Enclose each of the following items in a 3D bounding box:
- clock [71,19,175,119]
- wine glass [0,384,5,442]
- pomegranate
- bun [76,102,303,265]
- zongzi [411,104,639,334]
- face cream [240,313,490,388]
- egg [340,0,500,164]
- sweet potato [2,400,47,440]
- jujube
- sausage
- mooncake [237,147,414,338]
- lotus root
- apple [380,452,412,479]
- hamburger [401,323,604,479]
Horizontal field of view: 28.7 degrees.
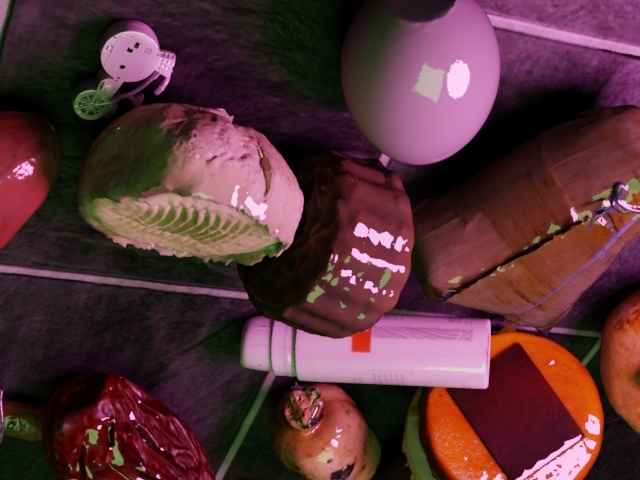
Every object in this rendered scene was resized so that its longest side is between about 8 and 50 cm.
[{"bbox_3d":[-0.220,-0.182,1.386,0.087,0.041,0.129,27,118,-31],"label":"clock"},{"bbox_3d":[-0.543,0.219,1.650,0.241,0.126,0.126,0,135,-17],"label":"wine glass"},{"bbox_3d":[0.517,0.174,1.821,0.248,0.248,0.248,-8,136,-8],"label":"pomegranate"},{"bbox_3d":[-0.143,-0.071,1.416,0.259,0.152,0.259,6,163,2],"label":"bun"},{"bbox_3d":[0.346,-0.007,1.631,0.356,0.174,0.393,-31,145,25],"label":"zongzi"},{"bbox_3d":[0.058,0.147,1.710,0.346,0.102,0.102,2,137,8],"label":"face cream"},{"bbox_3d":[0.110,-0.182,1.383,0.176,0.176,0.232,-12,146,-4],"label":"egg"},{"bbox_3d":[-0.459,0.253,1.757,0.218,0.051,0.065,6,135,-21],"label":"sweet potato"},{"bbox_3d":[-0.279,0.332,1.792,0.216,0.216,0.342,-20,131,5],"label":"jujube"},{"bbox_3d":[-0.402,-0.046,1.406,0.148,0.148,0.254,28,120,-36],"label":"sausage"},{"bbox_3d":[0.000,0.000,1.503,0.124,0.228,0.228,15,129,-36],"label":"mooncake"},{"bbox_3d":[0.008,0.299,1.864,0.140,0.154,0.257,-32,138,9],"label":"lotus root"},{"bbox_3d":[0.227,0.444,2.005,0.279,0.279,0.279,-8,136,-8],"label":"apple"},{"bbox_3d":[0.256,0.274,1.819,0.291,0.291,0.225,-9,166,-7],"label":"hamburger"}]
